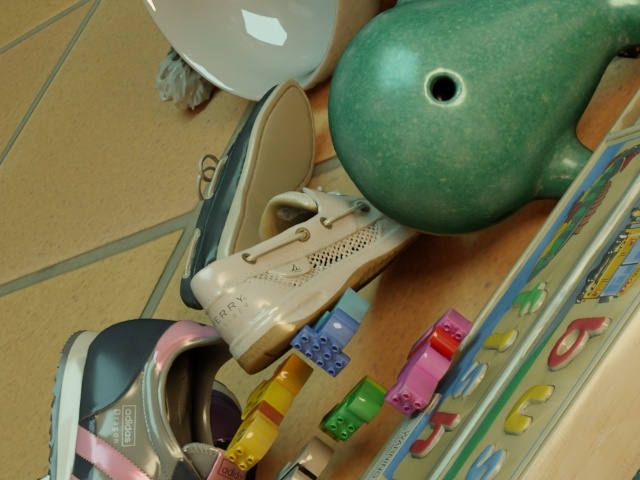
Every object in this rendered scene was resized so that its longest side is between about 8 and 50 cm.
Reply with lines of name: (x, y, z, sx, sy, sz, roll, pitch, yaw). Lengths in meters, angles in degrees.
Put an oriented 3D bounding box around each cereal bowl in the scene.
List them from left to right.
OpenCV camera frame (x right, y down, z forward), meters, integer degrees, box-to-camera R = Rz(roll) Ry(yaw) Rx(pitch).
cereal bowl: (-0.053, -0.320, 1.665, 0.141, 0.339, 0.339, -30, 12, -35)

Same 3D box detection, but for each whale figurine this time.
whale figurine: (0.132, -0.124, 1.182, 0.272, 0.216, 0.141, -34, -10, 3)

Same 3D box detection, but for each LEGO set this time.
LEGO set: (-0.007, 0.119, 1.113, 0.227, 0.087, 0.093, -49, 6, 40)

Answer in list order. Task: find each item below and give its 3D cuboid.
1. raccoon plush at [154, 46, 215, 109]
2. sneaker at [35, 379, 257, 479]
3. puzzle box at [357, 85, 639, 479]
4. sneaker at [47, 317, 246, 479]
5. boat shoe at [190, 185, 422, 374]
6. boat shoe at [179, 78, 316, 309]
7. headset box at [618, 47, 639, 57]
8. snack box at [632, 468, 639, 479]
raccoon plush: (-0.096, -0.388, 1.815, 0.446, 0.299, 0.216, -51, 25, -5)
sneaker: (-0.167, 0.232, 1.279, 0.283, 0.107, 0.124, -44, 31, 8)
puzzle box: (0.180, 0.021, 0.992, 0.409, 0.052, 0.272, -54, 9, -12)
sneaker: (-0.115, 0.201, 1.159, 0.131, 0.112, 0.319, -12, 67, 19)
boat shoe: (0.000, 0.000, 1.238, 0.098, 0.096, 0.277, -45, -6, 33)
boat shoe: (-0.066, -0.042, 1.523, 0.079, 0.095, 0.255, -13, 50, 34)
headset box: (0.227, -0.191, 1.270, 0.062, 0.083, 0.032, -51, 25, -8)
snack box: (0.108, 0.266, 0.832, 0.322, 0.060, 0.187, -46, 23, 6)
